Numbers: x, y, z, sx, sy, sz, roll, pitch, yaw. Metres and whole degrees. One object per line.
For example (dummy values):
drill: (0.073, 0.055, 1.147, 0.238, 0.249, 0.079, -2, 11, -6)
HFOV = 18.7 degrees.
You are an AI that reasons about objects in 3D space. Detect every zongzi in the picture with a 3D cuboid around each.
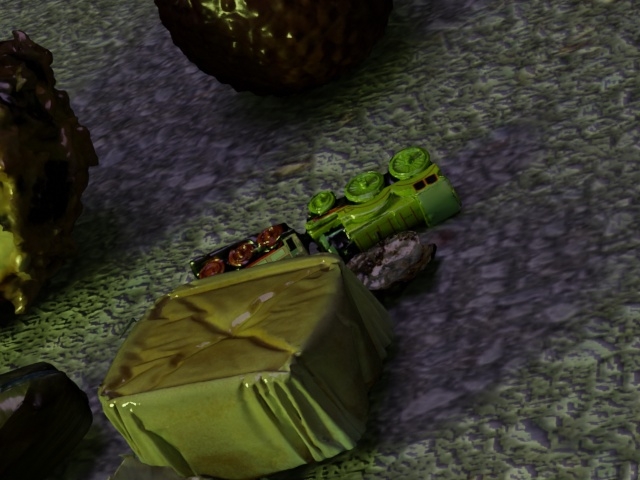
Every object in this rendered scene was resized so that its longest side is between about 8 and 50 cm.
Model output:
zongzi: (-0.285, 0.217, 1.588, 0.221, 0.112, 0.242, -25, 40, 4)

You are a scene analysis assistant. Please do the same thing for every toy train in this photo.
toy train: (0.000, 0.000, 1.719, 0.250, 0.053, 0.085, -28, 38, 1)

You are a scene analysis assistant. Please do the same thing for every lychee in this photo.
lychee: (-0.042, -0.265, 1.953, 0.260, 0.260, 0.260, -20, 33, 14)

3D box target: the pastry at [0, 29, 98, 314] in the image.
pastry: (-0.402, -0.037, 1.872, 0.405, 0.292, 0.337, -36, 22, 10)

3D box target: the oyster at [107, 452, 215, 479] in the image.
oyster: (-0.142, 0.261, 1.430, 0.233, 0.107, 0.161, -29, 36, -30)

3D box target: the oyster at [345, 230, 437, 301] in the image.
oyster: (0.039, 0.036, 1.660, 0.132, 0.029, 0.086, -22, 27, 17)

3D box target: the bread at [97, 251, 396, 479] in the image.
bread: (-0.053, 0.106, 1.559, 0.210, 0.110, 0.192, -14, 29, 22)
